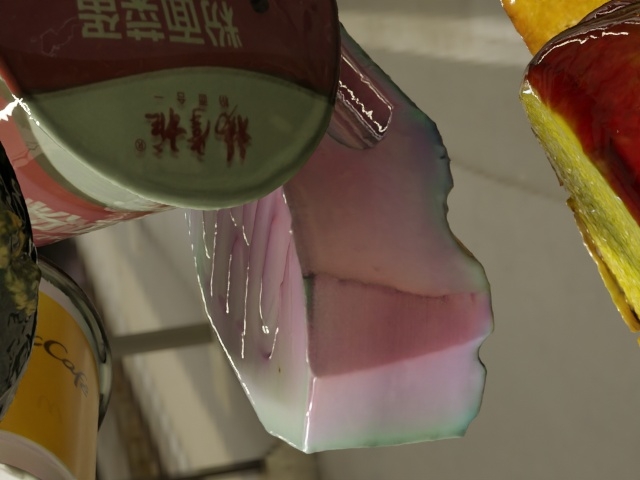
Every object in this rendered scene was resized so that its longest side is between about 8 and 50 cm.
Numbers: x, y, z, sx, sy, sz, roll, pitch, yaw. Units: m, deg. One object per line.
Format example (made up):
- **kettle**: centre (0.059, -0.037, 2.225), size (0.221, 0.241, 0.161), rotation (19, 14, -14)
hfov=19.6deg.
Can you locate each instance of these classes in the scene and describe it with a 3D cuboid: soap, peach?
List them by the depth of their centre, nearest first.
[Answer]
- **peach**: centre (0.246, -0.019, 1.029), size (0.274, 0.245, 0.248), rotation (70, -157, -14)
- **soap**: centre (0.000, 0.000, 1.131), size (0.324, 0.109, 0.192), rotation (-126, 38, -60)

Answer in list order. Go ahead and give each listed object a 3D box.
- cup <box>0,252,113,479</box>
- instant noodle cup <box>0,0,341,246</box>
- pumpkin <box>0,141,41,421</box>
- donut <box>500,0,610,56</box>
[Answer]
- **cup**: centre (-0.213, 0.121, 1.106), size (0.279, 0.196, 0.196), rotation (-117, 21, -66)
- **instant noodle cup**: centre (-0.129, -0.104, 0.986), size (0.178, 0.235, 0.234), rotation (-24, 71, 47)
- **pumpkin**: centre (-0.177, 0.010, 0.540), size (0.146, 0.190, 0.190), rotation (-105, 10, -70)
- **donut**: centre (0.383, -0.342, 1.785), size (0.163, 0.435, 0.377), rotation (-19, -78, -61)
